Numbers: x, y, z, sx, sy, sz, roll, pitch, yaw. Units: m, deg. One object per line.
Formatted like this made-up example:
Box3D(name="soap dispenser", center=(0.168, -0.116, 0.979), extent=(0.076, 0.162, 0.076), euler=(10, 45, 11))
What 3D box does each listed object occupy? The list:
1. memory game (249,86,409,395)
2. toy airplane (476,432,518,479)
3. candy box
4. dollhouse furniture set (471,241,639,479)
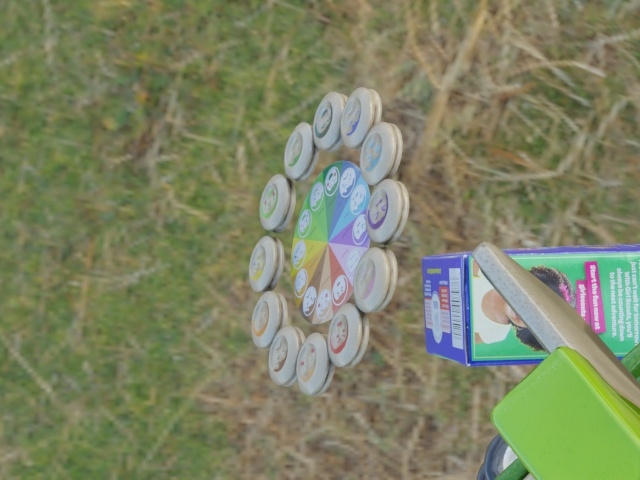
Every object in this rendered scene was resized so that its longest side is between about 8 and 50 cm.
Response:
Box3D(name="memory game", center=(0.000, 0.000, 0.933), extent=(0.186, 0.012, 0.186), euler=(-33, 51, 54))
Box3D(name="toy airplane", center=(0.299, 0.265, 1.100), extent=(0.384, 0.386, 0.272), euler=(-18, 68, 45))
Box3D(name="candy box", center=(0.283, 0.065, 1.665), extent=(0.317, 0.268, 0.122), euler=(-3, 89, -5))
Box3D(name="dollhouse furniture set", center=(0.024, 0.162, 0.598), extent=(0.301, 0.197, 0.151), euler=(-45, 41, 12))
